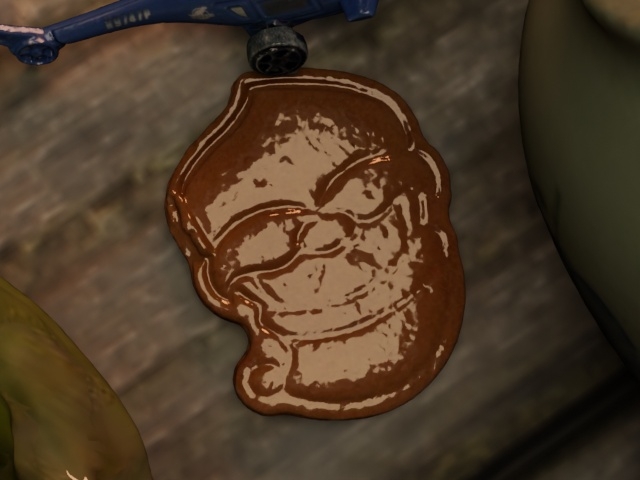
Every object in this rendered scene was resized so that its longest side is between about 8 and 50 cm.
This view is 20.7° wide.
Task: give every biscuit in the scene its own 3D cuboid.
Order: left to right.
[{"bbox_3d":[0.000,0.000,0.625,0.102,0.019,0.130,-15,84,-6],"label":"biscuit"}]

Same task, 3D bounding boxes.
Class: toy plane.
[{"bbox_3d":[-0.042,-0.088,0.610,0.167,0.062,0.054,-15,63,11],"label":"toy plane"}]

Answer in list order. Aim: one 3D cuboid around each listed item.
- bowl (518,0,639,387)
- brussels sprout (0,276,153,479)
[{"bbox_3d":[0.160,-0.074,0.497,0.146,0.289,0.289,31,81,-38],"label":"bowl"},{"bbox_3d":[-0.171,0.085,0.519,0.244,0.244,0.244,0,83,-3],"label":"brussels sprout"}]
